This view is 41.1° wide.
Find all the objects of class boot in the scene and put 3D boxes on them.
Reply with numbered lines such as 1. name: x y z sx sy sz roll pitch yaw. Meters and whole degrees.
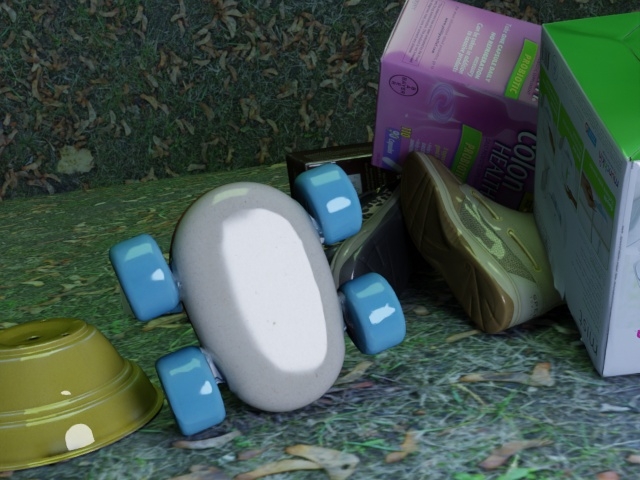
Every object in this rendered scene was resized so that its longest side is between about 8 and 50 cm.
1. boot: 0.000 0.000 1.161 0.284 0.138 0.377 -2 23 26
2. boot: 0.225 -0.016 0.998 0.204 0.095 0.262 -10 45 -22

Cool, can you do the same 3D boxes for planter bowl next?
1. planter bowl: -0.264 0.128 0.805 0.217 0.090 0.217 -7 11 1

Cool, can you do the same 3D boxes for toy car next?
1. toy car: -0.075 0.054 0.839 0.219 0.210 0.238 -22 2 -15

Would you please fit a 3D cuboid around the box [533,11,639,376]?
1. box: 0.283 -0.049 0.781 0.127 0.231 0.262 -7 36 2

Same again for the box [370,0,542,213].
1. box: 0.196 -0.156 1.027 0.243 0.117 0.213 18 -26 9

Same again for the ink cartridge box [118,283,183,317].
1. ink cartridge box: -0.230 0.076 1.150 0.083 0.048 0.028 -8 11 1

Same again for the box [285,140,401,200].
1. box: 0.049 -0.064 1.370 0.167 0.168 0.203 -10 12 -9
